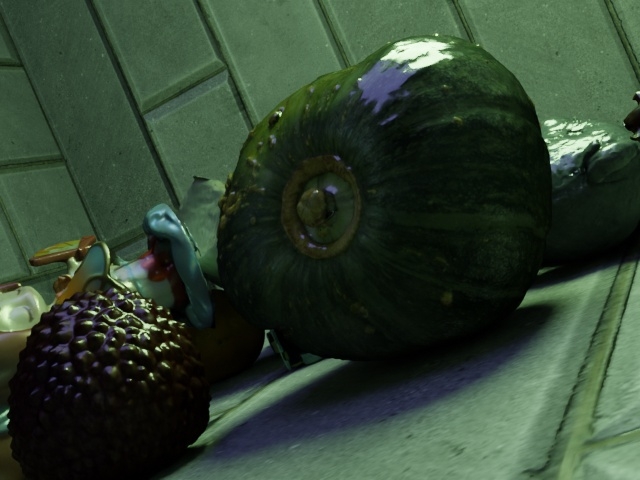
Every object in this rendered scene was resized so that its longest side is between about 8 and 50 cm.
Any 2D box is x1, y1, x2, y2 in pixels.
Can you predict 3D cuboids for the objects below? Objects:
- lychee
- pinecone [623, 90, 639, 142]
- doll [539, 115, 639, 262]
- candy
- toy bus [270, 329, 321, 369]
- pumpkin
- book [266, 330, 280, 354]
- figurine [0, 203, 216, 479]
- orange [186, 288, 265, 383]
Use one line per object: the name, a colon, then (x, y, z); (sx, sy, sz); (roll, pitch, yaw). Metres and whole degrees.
lychee: (-0.199, 0.136, 0.812); (0.188, 0.188, 0.188); (-23, 0, 0)
pinecone: (0.350, -0.123, 0.634); (0.272, 0.224, 0.224); (-37, -7, 31)
doll: (0.302, -0.072, 1.010); (0.246, 0.158, 0.340); (-48, -12, 32)
candy: (0.000, 0.000, 1.297); (0.427, 0.186, 0.386); (0, 1, -42)
toy bus: (0.029, 0.084, 1.086); (0.175, 0.088, 0.101); (-23, 1, 14)
pumpkin: (0.054, -0.033, 0.825); (0.328, 0.291, 0.257); (-7, -11, 37)
book: (0.009, 0.127, 1.424); (0.202, 0.027, 0.264); (-22, -1, -7)
figurine: (-0.349, 0.126, 1.171); (0.388, 0.248, 0.276); (-23, 34, -21)
orange: (-0.164, 0.143, 1.333); (0.159, 0.136, 0.159); (-20, -1, 0)
